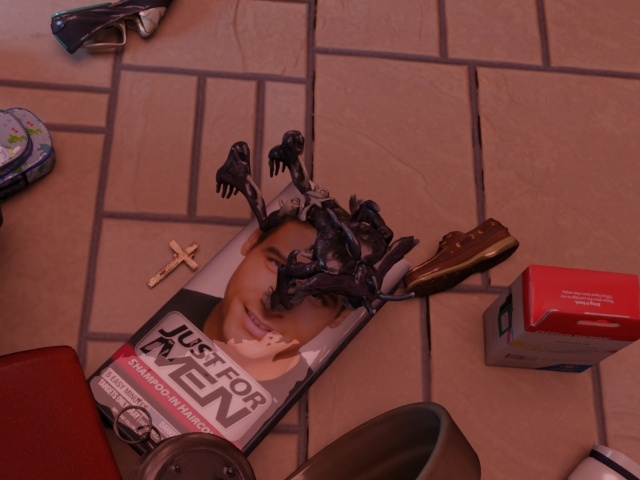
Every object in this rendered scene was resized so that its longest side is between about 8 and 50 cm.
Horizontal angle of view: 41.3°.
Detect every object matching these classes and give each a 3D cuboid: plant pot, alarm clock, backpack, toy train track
[{"bbox_3d":[0.082,0.371,0.859,0.323,0.323,0.280,-39,93,-20],"label":"plant pot"},{"bbox_3d":[-0.367,0.264,0.813,0.267,0.236,0.267,-29,72,9],"label":"plant pot"},{"bbox_3d":[-0.141,0.246,0.859,0.129,0.064,0.192,-40,90,-28],"label":"alarm clock"},{"bbox_3d":[-0.407,-0.118,1.099,0.114,0.084,0.105,-33,77,-21],"label":"backpack"},{"bbox_3d":[-0.191,0.032,1.103,0.083,0.014,0.048,-42,85,-15],"label":"toy train track"}]

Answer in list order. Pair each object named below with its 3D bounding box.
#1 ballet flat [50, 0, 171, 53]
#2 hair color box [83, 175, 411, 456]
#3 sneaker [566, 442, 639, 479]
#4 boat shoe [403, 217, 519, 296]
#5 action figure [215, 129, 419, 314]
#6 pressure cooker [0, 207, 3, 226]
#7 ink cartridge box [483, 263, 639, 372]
[{"bbox_3d":[-0.281,-0.316,1.212,0.203,0.074,0.074,-27,73,-23],"label":"ballet flat"},{"bbox_3d":[-0.083,0.115,1.027,0.185,0.113,0.374,40,68,10],"label":"hair color box"},{"bbox_3d":[0.402,0.348,1.017,0.235,0.090,0.094,37,81,12],"label":"sneaker"},{"bbox_3d":[0.179,0.022,1.130,0.178,0.064,0.060,-23,67,-22],"label":"boat shoe"},{"bbox_3d":[0.000,0.000,0.952,0.164,0.141,0.275,-26,57,-18],"label":"action figure"},{"bbox_3d":[-0.558,0.010,0.854,0.370,0.420,0.375,26,80,-14],"label":"pressure cooker"},{"bbox_3d":[0.293,0.092,1.019,0.134,0.231,0.078,5,67,-5],"label":"ink cartridge box"}]
